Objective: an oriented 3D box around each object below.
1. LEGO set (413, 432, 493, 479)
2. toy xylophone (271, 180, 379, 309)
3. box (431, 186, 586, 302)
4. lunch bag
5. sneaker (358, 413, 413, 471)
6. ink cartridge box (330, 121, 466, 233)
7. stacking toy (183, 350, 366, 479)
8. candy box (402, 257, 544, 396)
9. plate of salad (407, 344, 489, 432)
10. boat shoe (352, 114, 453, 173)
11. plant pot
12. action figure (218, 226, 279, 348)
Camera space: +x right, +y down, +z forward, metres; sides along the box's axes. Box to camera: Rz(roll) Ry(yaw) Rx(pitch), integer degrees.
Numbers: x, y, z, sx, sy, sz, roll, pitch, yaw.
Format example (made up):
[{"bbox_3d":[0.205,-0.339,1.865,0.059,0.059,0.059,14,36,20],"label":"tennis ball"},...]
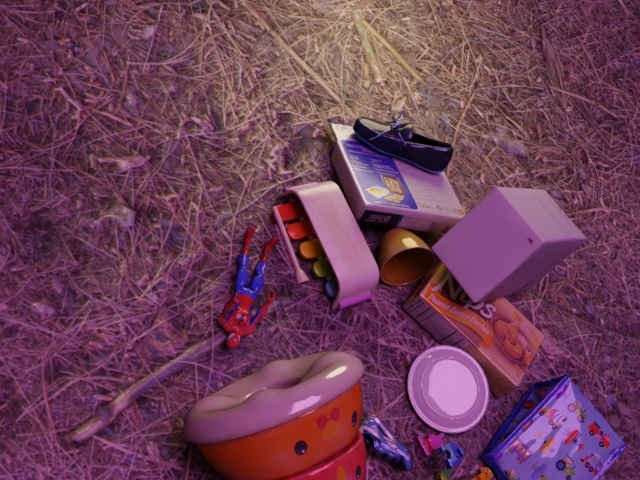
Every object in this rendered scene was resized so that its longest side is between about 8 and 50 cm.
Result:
[{"bbox_3d":[0.307,0.501,1.846,0.093,0.087,0.227,-19,76,-36],"label":"LEGO set"},{"bbox_3d":[0.000,0.000,1.948,0.236,0.081,0.323,-6,67,-32],"label":"toy xylophone"},{"bbox_3d":[0.452,0.007,2.033,0.168,0.215,0.345,53,26,19],"label":"box"},{"bbox_3d":[0.519,0.490,1.961,0.293,0.138,0.221,-40,90,-29],"label":"lunch bag"},{"bbox_3d":[0.132,0.435,1.804,0.144,0.053,0.059,45,50,10],"label":"sneaker"},{"bbox_3d":[0.184,-0.153,2.133,0.303,0.072,0.307,6,41,-27],"label":"ink cartridge box"},{"bbox_3d":[-0.017,0.470,1.586,0.350,0.350,0.480,-23,94,-37],"label":"stacking toy"},{"bbox_3d":[0.367,0.193,2.049,0.316,0.087,0.183,43,51,-2],"label":"candy box"},{"bbox_3d":[0.287,0.337,1.948,0.199,0.048,0.200,6,68,-14],"label":"plate of salad"},{"bbox_3d":[0.210,-0.261,2.144,0.258,0.089,0.109,19,39,-13],"label":"boat shoe"},{"bbox_3d":[0.189,0.027,2.025,0.134,0.134,0.095,4,45,-28],"label":"plant pot"},{"bbox_3d":[-0.141,0.089,1.789,0.091,0.139,0.281,23,57,-16],"label":"action figure"}]
